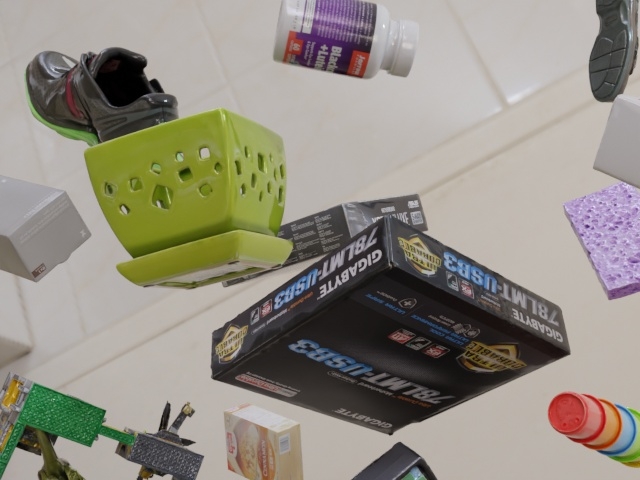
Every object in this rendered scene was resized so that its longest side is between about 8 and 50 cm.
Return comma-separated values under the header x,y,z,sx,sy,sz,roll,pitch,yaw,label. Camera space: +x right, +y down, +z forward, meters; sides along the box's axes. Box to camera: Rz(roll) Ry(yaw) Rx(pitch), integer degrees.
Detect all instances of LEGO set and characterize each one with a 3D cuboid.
x,y,z,sx,sy,sz,roll,pitch,yaw,label
-0.315,0.305,1.213,0.331,0.255,0.192,18,-11,-26,LEGO set

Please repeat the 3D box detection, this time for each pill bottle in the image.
x,y,z,sx,sy,sz,roll,pitch,yaw,label
0.035,-0.285,1.337,0.108,0.193,0.108,-170,-90,-84,pill bottle

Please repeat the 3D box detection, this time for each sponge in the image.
x,y,z,sx,sy,sz,roll,pitch,yaw,label
0.469,-0.005,1.491,0.210,0.117,0.031,-102,170,-47,sponge

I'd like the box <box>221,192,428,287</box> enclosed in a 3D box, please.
x,y,z,sx,sy,sz,roll,pitch,yaw,label
0.000,0.000,1.704,0.242,0.307,0.077,-10,84,-52,box

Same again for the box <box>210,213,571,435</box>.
x,y,z,sx,sy,sz,roll,pitch,yaw,label
0.077,0.115,1.083,0.295,0.293,0.073,26,44,-35,box

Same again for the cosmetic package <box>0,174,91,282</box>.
x,y,z,sx,sy,sz,roll,pitch,yaw,label
-0.499,-0.025,1.543,0.127,0.238,0.107,-48,129,-33,cosmetic package

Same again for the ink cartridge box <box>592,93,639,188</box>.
x,y,z,sx,sy,sz,roll,pitch,yaw,label
0.434,-0.079,1.029,0.160,0.093,0.219,0,23,-39,ink cartridge box

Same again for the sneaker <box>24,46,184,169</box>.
x,y,z,sx,sy,sz,roll,pitch,yaw,label
-0.381,-0.263,1.728,0.185,0.202,0.483,-10,31,-41,sneaker

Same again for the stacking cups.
x,y,z,sx,sy,sz,roll,pitch,yaw,label
0.442,0.286,1.494,0.316,0.096,0.096,29,33,-48,stacking cups

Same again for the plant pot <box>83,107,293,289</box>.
x,y,z,sx,sy,sz,roll,pitch,yaw,label
-0.173,-0.046,1.367,0.227,0.228,0.207,14,62,-69,plant pot

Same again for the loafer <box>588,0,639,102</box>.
x,y,z,sx,sy,sz,roll,pitch,yaw,label
0.581,-0.391,1.835,0.084,0.096,0.268,9,83,-33,loafer

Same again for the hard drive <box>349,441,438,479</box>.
x,y,z,sx,sy,sz,roll,pitch,yaw,label
0.088,0.412,0.995,0.339,0.237,0.064,57,-14,-18,hard drive

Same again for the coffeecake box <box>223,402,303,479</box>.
x,y,z,sx,sy,sz,roll,pitch,yaw,label
-0.124,0.446,2.058,0.068,0.185,0.142,-14,106,-41,coffeecake box
